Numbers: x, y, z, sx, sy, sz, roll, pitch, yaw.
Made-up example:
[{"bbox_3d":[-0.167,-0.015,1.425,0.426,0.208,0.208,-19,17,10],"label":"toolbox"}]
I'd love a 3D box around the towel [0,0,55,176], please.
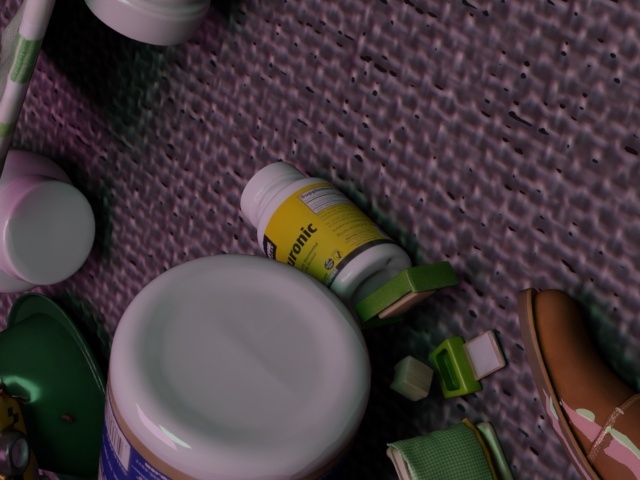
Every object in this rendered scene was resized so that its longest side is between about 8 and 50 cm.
[{"bbox_3d":[-0.197,-0.216,1.063,0.248,0.038,0.325,-91,22,-52],"label":"towel"}]

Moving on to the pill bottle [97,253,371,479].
[{"bbox_3d":[-0.064,0.140,0.940,0.153,0.153,0.265,56,153,26],"label":"pill bottle"}]

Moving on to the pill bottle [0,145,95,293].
[{"bbox_3d":[-0.280,-0.024,1.225,0.215,0.117,0.117,15,108,47],"label":"pill bottle"}]

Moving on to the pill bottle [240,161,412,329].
[{"bbox_3d":[0.000,0.000,0.947,0.116,0.065,0.065,44,127,36],"label":"pill bottle"}]

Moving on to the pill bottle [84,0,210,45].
[{"bbox_3d":[-0.082,-0.233,0.961,0.118,0.117,0.208,54,132,28],"label":"pill bottle"}]

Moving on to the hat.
[{"bbox_3d":[-0.292,0.141,1.200,0.208,0.183,0.173,58,141,18],"label":"hat"}]

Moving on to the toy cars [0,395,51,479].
[{"bbox_3d":[-0.192,0.282,1.161,0.394,0.087,0.176,48,112,8],"label":"toy cars"}]

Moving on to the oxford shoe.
[{"bbox_3d":[0.170,0.109,0.783,0.076,0.076,0.212,-32,67,15],"label":"oxford shoe"}]

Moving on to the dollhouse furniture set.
[{"bbox_3d":[0.076,0.093,0.866,0.058,0.076,0.152,-36,69,47],"label":"dollhouse furniture set"}]
